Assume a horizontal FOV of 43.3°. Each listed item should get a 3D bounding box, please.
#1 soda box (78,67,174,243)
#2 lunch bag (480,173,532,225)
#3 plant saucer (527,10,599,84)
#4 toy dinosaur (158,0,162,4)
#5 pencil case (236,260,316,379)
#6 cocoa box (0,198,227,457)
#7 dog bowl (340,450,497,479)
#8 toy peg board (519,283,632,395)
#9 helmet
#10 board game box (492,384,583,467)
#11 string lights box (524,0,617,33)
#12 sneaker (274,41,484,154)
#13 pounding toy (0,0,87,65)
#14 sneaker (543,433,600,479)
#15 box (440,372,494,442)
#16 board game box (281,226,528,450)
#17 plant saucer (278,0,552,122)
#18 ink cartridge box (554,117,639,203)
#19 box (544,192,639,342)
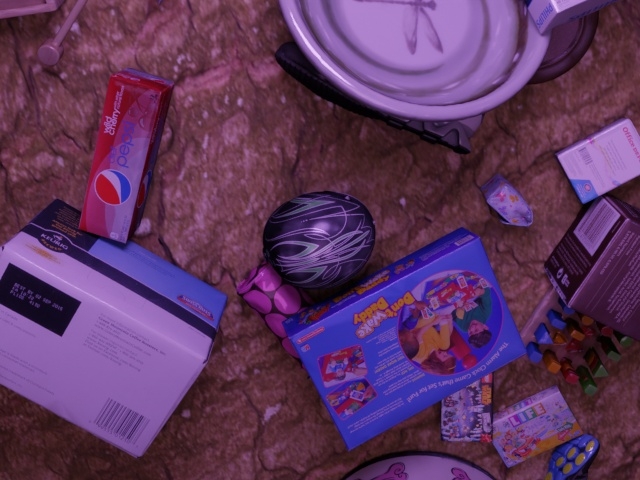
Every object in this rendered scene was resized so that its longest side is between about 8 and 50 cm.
[{"bbox_3d":[-0.311,-0.135,1.291,0.083,0.092,0.263,17,111,-2],"label":"soda box"},{"bbox_3d":[0.305,-0.059,1.308,0.083,0.071,0.053,41,106,-13],"label":"lunch bag"},{"bbox_3d":[0.325,-0.333,1.222,0.199,0.036,0.198,1,110,1],"label":"plant saucer"},{"bbox_3d":[-0.260,-0.491,1.116,0.121,0.160,0.313,9,110,-1],"label":"toy dinosaur"},{"bbox_3d":[-0.056,0.132,1.389,0.098,0.095,0.209,-27,107,37],"label":"pencil case"},{"bbox_3d":[-0.366,0.136,1.324,0.347,0.228,0.231,31,110,-9],"label":"cocoa box"},{"bbox_3d":[0.189,0.611,1.529,0.408,0.150,0.408,1,111,1],"label":"dog bowl"},{"bbox_3d":[0.441,0.175,1.389,0.161,0.079,0.161,26,109,-8],"label":"toy peg board"},{"bbox_3d":[0.000,0.000,1.289,0.169,0.161,0.169,-5,99,-32],"label":"helmet"},{"bbox_3d":[0.388,0.342,1.483,0.154,0.026,0.103,-29,107,13],"label":"board game box"},{"bbox_3d":[0.310,-0.429,1.096,0.133,0.077,0.259,-24,83,-5],"label":"string lights box"},{"bbox_3d":[0.098,-0.257,1.230,0.331,0.122,0.146,21,92,-5],"label":"sneaker"},{"bbox_3d":[-0.427,-0.374,1.210,0.181,0.094,0.206,-8,120,0],"label":"pounding toy"},{"bbox_3d":[0.468,0.439,1.506,0.078,0.067,0.188,11,111,-25],"label":"sneaker"},{"bbox_3d":[0.263,0.294,1.453,0.094,0.027,0.137,-1,100,7],"label":"box"},{"bbox_3d":[0.143,0.163,1.348,0.347,0.078,0.233,-27,108,-5],"label":"board game box"},{"bbox_3d":[0.125,-0.340,1.133,0.401,0.100,0.400,3,75,-13],"label":"plant saucer"},{"bbox_3d":[0.448,-0.127,1.278,0.122,0.052,0.088,-28,94,13],"label":"ink cartridge box"},{"bbox_3d":[0.501,0.049,1.290,0.203,0.168,0.167,26,109,-7],"label":"box"}]
